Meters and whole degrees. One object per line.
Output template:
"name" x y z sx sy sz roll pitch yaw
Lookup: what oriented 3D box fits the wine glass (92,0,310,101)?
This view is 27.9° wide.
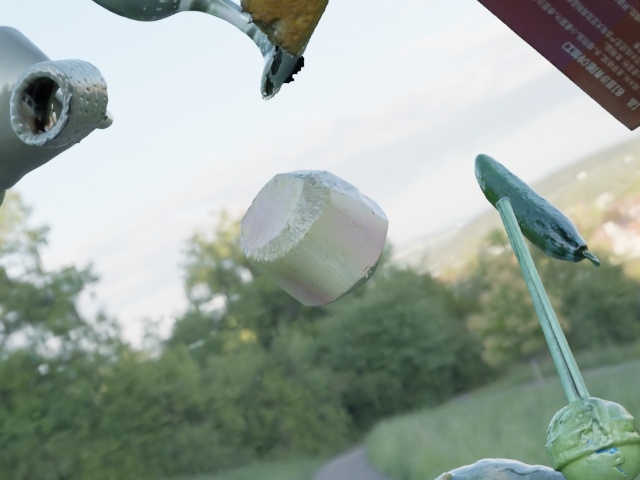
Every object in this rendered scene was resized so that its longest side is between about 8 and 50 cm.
"wine glass" -0.157 -0.286 1.450 0.143 0.321 0.143 -61 -4 -8

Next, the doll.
"doll" -0.507 -0.161 1.939 0.370 0.215 0.226 -35 37 10

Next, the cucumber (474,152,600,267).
"cucumber" 0.267 -0.032 1.632 0.056 0.250 0.056 -19 -48 -22

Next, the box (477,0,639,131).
"box" 0.184 -0.334 1.251 0.385 0.344 0.122 32 -61 -34

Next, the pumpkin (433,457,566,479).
"pumpkin" 0.218 0.379 1.391 0.327 0.291 0.257 18 4 13

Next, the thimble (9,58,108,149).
"thimble" -0.339 -0.178 1.662 0.102 0.115 0.090 22 19 18

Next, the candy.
"candy" 0.243 0.099 1.329 0.093 0.335 0.092 -25 -26 20

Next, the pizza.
"pizza" -0.040 -0.275 1.058 0.127 0.246 0.058 -29 29 -12

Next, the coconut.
"coconut" 0.000 0.000 1.460 0.147 0.152 0.147 -41 29 28
